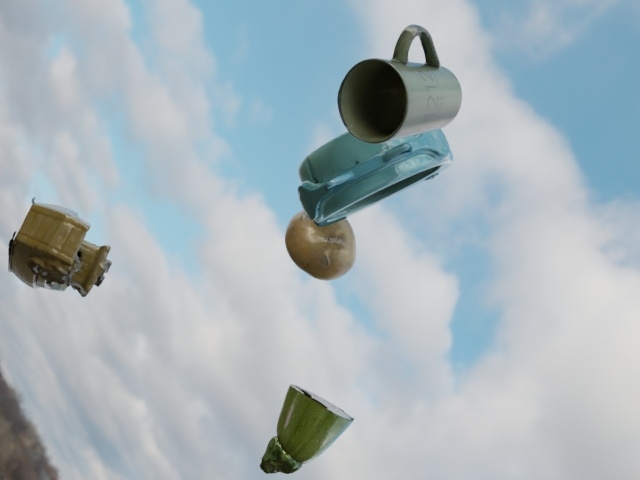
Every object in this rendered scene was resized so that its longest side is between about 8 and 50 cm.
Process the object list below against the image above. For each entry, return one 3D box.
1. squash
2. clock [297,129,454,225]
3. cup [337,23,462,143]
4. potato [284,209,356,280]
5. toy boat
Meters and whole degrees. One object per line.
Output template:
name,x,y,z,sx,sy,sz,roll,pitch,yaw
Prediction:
squash,-0.030,0.280,1.204,0.105,0.132,0.105,31,-6,4
clock,0.071,-0.105,1.188,0.094,0.224,0.274,64,5,5
cup,0.056,-0.106,0.588,0.055,0.083,0.074,0,-80,37
potato,0.002,0.002,1.396,0.112,0.112,0.147,88,-24,-44
toy boat,-0.205,0.013,0.689,0.072,0.064,0.206,27,-14,-11
